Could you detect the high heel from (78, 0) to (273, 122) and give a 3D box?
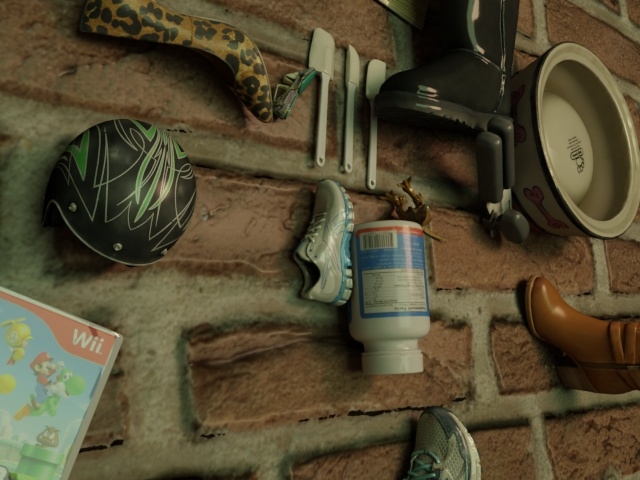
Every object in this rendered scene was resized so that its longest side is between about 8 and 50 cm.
[{"bbox_3d":[-0.182,-0.234,0.854,0.186,0.093,0.261,-39,115,-19],"label":"high heel"}]

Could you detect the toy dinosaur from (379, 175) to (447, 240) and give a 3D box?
[{"bbox_3d":[0.155,-0.040,1.078,0.112,0.064,0.211,60,10,10],"label":"toy dinosaur"}]

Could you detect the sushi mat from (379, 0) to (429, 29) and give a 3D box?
[{"bbox_3d":[0.088,-0.515,1.149,0.316,0.019,0.152,22,76,-35],"label":"sushi mat"}]

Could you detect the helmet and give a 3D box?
[{"bbox_3d":[-0.217,-0.051,0.715,0.169,0.161,0.170,9,75,-38],"label":"helmet"}]

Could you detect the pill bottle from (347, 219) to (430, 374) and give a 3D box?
[{"bbox_3d":[0.101,0.088,0.974,0.124,0.124,0.222,4,79,-39],"label":"pill bottle"}]

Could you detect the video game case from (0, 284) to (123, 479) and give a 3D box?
[{"bbox_3d":[-0.344,0.194,0.650,0.204,0.025,0.285,31,62,-31],"label":"video game case"}]

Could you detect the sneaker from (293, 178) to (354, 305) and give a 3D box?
[{"bbox_3d":[0.000,0.000,0.948,0.082,0.071,0.191,4,78,-33],"label":"sneaker"}]

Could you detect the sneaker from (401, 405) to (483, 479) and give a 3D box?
[{"bbox_3d":[0.168,0.397,0.976,0.122,0.110,0.283,9,75,-34],"label":"sneaker"}]

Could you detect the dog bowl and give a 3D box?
[{"bbox_3d":[0.504,-0.192,1.349,0.407,0.150,0.408,10,74,-39],"label":"dog bowl"}]

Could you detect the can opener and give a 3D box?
[{"bbox_3d":[0.341,-0.096,1.168,0.076,0.095,0.283,-49,146,-18],"label":"can opener"}]

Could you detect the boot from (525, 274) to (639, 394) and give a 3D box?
[{"bbox_3d":[0.537,0.180,1.250,0.109,0.220,0.284,-32,101,-39],"label":"boot"}]

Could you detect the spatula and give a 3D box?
[{"bbox_3d":[0.044,-0.215,1.063,0.168,0.019,0.242,17,71,-42],"label":"spatula"}]

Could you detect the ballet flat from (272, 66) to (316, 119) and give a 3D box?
[{"bbox_3d":[-0.044,-0.232,0.980,0.041,0.041,0.114,44,55,-24],"label":"ballet flat"}]

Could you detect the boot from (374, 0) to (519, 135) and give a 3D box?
[{"bbox_3d":[0.234,-0.418,1.110,0.367,0.146,0.446,-3,100,-52],"label":"boot"}]
